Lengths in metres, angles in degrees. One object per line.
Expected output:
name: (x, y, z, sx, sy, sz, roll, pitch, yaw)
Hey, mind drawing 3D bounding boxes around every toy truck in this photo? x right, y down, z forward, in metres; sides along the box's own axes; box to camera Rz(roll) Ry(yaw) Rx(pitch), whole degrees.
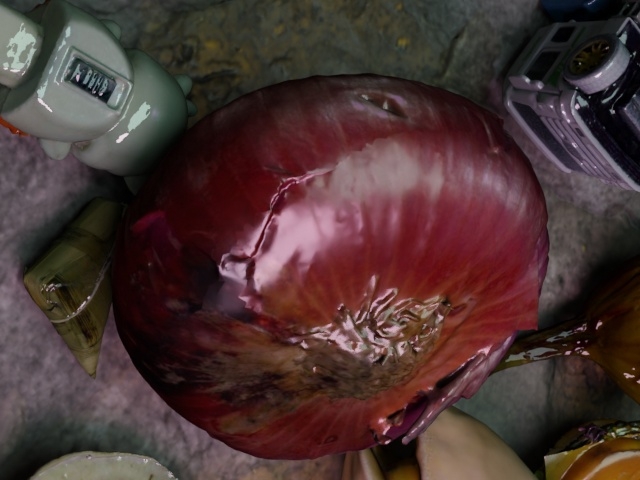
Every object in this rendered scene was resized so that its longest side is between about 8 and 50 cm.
toy truck: (0.315, -0.219, 1.438, 0.146, 0.175, 0.367, 46, 71, -27)

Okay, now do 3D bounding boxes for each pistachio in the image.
pistachio: (0.122, 0.287, 1.360, 0.193, 0.214, 0.318, -26, 110, 12)

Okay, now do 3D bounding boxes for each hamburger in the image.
hamburger: (0.268, 0.239, 1.499, 0.189, 0.093, 0.164, 1, 106, -20)

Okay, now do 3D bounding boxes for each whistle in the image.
whistle: (-0.187, -0.116, 1.164, 0.253, 0.105, 0.102, 28, 49, -39)

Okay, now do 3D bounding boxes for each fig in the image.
fig: (0.307, 0.086, 1.465, 0.290, 0.190, 0.191, 5, 93, -29)

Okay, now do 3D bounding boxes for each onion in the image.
onion: (0.000, 0.000, 1.229, 0.347, 0.285, 0.348, -8, 136, -8)

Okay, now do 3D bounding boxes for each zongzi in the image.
zongzi: (-0.170, 0.035, 1.229, 0.104, 0.052, 0.113, -49, 132, -26)

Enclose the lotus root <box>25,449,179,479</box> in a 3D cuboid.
lotus root: (-0.182, 0.257, 1.228, 0.203, 0.078, 0.183, 14, 74, -41)
